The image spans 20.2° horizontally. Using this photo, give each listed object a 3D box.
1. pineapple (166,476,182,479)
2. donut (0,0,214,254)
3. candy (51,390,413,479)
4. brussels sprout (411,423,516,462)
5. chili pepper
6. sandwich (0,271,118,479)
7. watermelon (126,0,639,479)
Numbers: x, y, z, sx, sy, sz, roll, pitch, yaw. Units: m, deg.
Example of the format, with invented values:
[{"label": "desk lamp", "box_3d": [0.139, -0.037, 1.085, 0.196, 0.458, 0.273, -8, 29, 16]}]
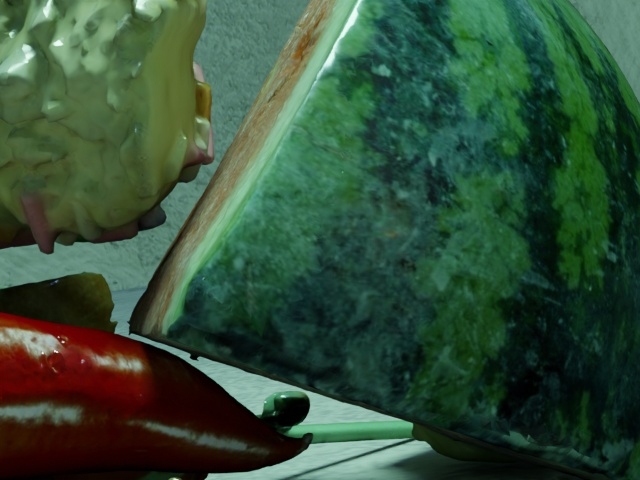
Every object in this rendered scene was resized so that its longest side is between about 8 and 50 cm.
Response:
[{"label": "pineapple", "box_3d": [-0.106, 0.120, 0.607, 0.137, 0.069, 0.116, -8, 3, -6]}, {"label": "donut", "box_3d": [-0.237, -0.045, 0.851, 0.371, 0.150, 0.307, -14, 8, -17]}, {"label": "candy", "box_3d": [-0.030, 0.108, 0.966, 0.078, 0.084, 0.287, -34, -24, 32]}, {"label": "brussels sprout", "box_3d": [0.119, 0.050, 0.963, 0.180, 0.144, 0.161, 12, 49, 44]}, {"label": "chili pepper", "box_3d": [-0.163, 0.082, 0.683, 0.137, 0.092, 0.368, 39, 36, 26]}, {"label": "sandwich", "box_3d": [-0.295, 0.093, 1.009, 0.325, 0.131, 0.262, -5, 3, 42]}, {"label": "watermelon", "box_3d": [0.005, -0.021, 0.805, 0.292, 0.283, 0.250, -11, -30, 16]}]
